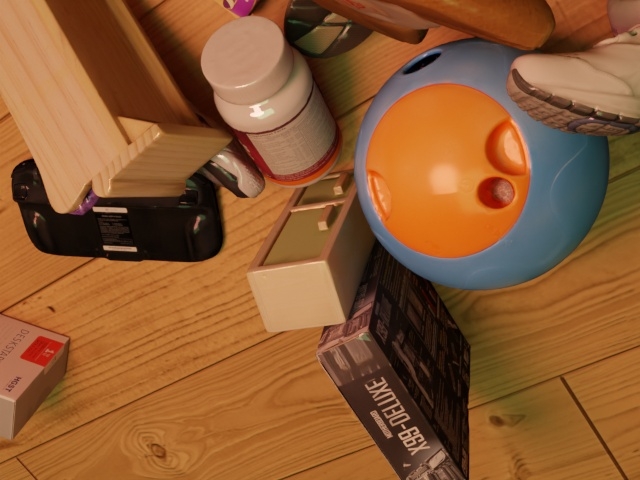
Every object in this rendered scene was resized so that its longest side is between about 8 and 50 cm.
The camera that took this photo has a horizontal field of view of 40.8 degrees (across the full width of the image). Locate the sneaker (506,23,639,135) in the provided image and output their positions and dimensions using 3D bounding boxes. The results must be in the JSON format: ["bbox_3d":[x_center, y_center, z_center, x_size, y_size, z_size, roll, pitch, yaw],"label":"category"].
[{"bbox_3d":[0.318,-0.163,0.819,0.297,0.111,0.129,0,93,-11],"label":"sneaker"}]

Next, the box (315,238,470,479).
[{"bbox_3d":[0.109,0.144,1.123,0.076,0.307,0.242,-26,109,21],"label":"box"}]

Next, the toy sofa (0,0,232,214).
[{"bbox_3d":[-0.284,-0.212,1.039,0.177,0.150,0.362,-37,77,23],"label":"toy sofa"}]

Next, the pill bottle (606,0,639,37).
[{"bbox_3d":[0.440,-0.157,0.959,0.169,0.169,0.301,-16,113,21],"label":"pill bottle"}]

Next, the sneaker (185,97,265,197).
[{"bbox_3d":[-0.209,-0.111,1.157,0.268,0.101,0.153,39,102,5],"label":"sneaker"}]

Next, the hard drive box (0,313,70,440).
[{"bbox_3d":[-0.556,0.201,1.395,0.232,0.181,0.089,18,119,3],"label":"hard drive box"}]

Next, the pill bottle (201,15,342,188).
[{"bbox_3d":[-0.057,-0.164,1.049,0.121,0.121,0.221,-5,153,16],"label":"pill bottle"}]

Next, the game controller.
[{"bbox_3d":[-0.303,-0.042,1.280,0.319,0.067,0.166,3,133,13],"label":"game controller"}]

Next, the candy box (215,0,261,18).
[{"bbox_3d":[-0.081,-0.372,1.040,0.109,0.053,0.187,38,119,-8],"label":"candy box"}]

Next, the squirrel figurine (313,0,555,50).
[{"bbox_3d":[0.068,-0.415,0.817,0.397,0.281,0.370,18,97,-17],"label":"squirrel figurine"}]

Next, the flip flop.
[{"bbox_3d":[0.038,-0.347,1.012,0.112,0.080,0.277,15,106,-16],"label":"flip flop"}]

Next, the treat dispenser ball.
[{"bbox_3d":[0.182,-0.086,0.992,0.288,0.288,0.288,6,119,11],"label":"treat dispenser ball"}]

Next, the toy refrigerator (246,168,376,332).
[{"bbox_3d":[0.000,0.000,1.094,0.102,0.269,0.094,-9,115,19],"label":"toy refrigerator"}]
